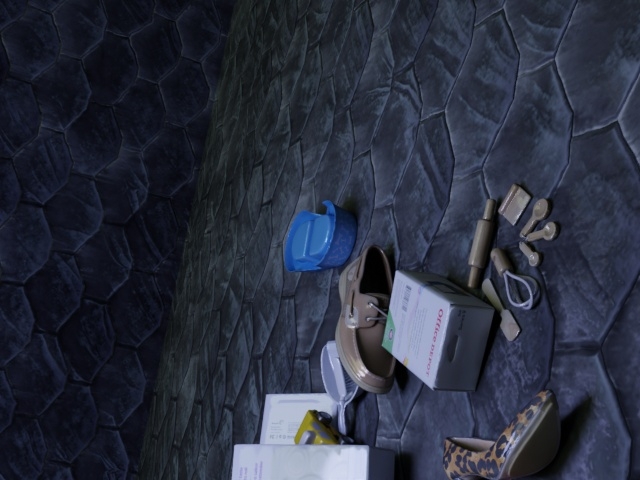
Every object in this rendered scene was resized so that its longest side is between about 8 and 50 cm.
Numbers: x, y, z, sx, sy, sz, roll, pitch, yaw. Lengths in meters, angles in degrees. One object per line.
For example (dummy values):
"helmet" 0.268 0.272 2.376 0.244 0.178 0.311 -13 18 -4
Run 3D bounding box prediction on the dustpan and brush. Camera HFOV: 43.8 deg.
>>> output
"dustpan and brush" 0.052 0.321 1.699 0.147 0.060 0.211 -14 84 50

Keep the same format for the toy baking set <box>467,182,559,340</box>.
"toy baking set" 0.309 0.029 1.327 0.197 0.030 0.256 19 94 68

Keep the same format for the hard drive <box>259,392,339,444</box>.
"hard drive" -0.052 0.501 1.758 0.210 0.040 0.319 -9 65 36

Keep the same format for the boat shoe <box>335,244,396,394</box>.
"boat shoe" 0.102 0.151 1.618 0.341 0.121 0.110 -97 30 -44

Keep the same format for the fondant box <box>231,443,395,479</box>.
"fondant box" -0.024 0.511 1.504 0.330 0.096 0.238 -11 67 37

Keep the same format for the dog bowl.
"dog bowl" 0.000 0.000 2.017 0.297 0.074 0.166 -19 58 64

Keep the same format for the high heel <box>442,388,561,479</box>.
"high heel" 0.258 0.287 1.194 0.186 0.093 0.261 -124 44 -54

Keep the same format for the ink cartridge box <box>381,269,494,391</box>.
"ink cartridge box" 0.201 0.155 1.403 0.212 0.093 0.154 -144 62 -68

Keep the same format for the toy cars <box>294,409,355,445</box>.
"toy cars" 0.002 0.518 1.597 0.176 0.087 0.394 -35 50 41
